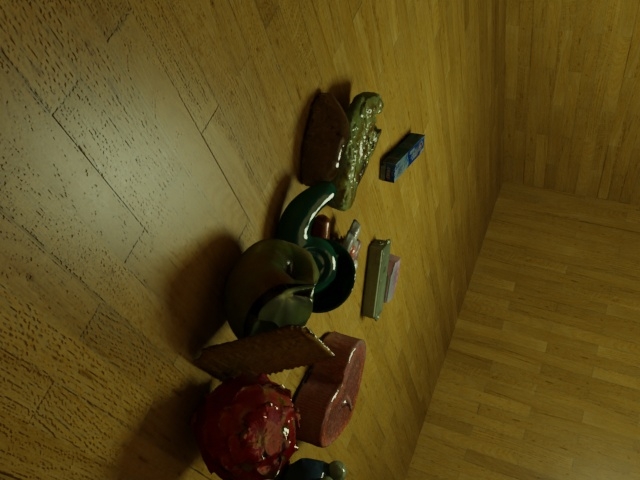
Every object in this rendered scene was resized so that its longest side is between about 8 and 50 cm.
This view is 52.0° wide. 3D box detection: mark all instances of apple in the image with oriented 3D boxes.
[{"bbox_3d":[-0.095,0.105,1.237,0.188,0.173,0.207,-59,177,37],"label":"apple"}]

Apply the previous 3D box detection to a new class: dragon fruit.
[{"bbox_3d":[-0.143,0.357,1.246,0.268,0.210,0.205,106,-1,-69],"label":"dragon fruit"}]

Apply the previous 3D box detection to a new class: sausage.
[{"bbox_3d":[0.000,0.000,1.568,0.039,0.041,0.131,-18,120,-40],"label":"sausage"}]

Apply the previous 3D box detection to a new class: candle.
[{"bbox_3d":[0.039,0.432,1.800,0.317,0.131,0.287,-61,156,-31],"label":"candle"}]

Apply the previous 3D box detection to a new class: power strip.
[{"bbox_3d":[0.173,0.122,2.039,0.078,0.052,0.272,-34,134,-59],"label":"power strip"}]

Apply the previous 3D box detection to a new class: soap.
[{"bbox_3d":[0.218,0.117,2.138,0.100,0.056,0.149,-24,125,-66],"label":"soap"}]

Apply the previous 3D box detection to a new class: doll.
[{"bbox_3d":[-0.053,0.683,1.670,0.228,0.154,0.258,-46,-163,45],"label":"doll"}]

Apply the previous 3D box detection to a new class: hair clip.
[{"bbox_3d":[0.066,0.041,1.723,0.257,0.075,0.146,67,37,-62],"label":"hair clip"}]

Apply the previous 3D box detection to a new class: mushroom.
[{"bbox_3d":[0.013,-0.214,1.420,0.072,0.094,0.210,-1,108,-70],"label":"mushroom"}]

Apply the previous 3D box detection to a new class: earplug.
[{"bbox_3d":[-0.013,0.034,1.459,0.280,0.163,0.258,70,7,-71],"label":"earplug"}]

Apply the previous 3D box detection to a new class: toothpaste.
[{"bbox_3d":[0.255,-0.259,2.012,0.272,0.053,0.066,-46,143,-52],"label":"toothpaste"}]

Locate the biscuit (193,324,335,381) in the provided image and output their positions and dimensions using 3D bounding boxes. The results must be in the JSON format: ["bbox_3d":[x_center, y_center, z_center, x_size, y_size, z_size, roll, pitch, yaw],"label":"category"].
[{"bbox_3d":[-0.107,0.218,1.232,0.237,0.232,0.013,56,21,-60],"label":"biscuit"}]

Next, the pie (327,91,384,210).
[{"bbox_3d":[0.083,-0.212,1.581,0.302,0.066,0.303,17,90,-79],"label":"pie"}]
